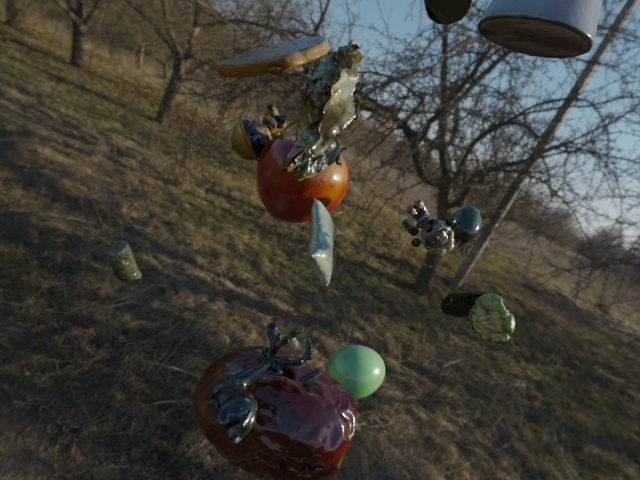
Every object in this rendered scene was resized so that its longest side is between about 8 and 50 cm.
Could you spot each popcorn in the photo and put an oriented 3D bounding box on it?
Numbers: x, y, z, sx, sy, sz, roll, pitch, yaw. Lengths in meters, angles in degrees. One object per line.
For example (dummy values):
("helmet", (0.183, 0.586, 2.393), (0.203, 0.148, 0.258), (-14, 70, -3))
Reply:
("popcorn", (0.396, 0.181, 0.957), (0.089, 0.097, 0.109), (19, 56, -74))

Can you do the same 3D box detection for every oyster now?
("oyster", (0.016, -0.296, 0.978), (0.133, 0.336, 0.198), (21, 4, 26))

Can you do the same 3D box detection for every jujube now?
("jujube", (-0.111, 0.399, 0.955), (0.377, 0.276, 0.276), (17, 14, 7))

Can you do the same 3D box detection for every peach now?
("peach", (-0.085, -0.244, 1.667), (0.389, 0.388, 0.388), (25, 15, -7))

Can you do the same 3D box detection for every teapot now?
("teapot", (-0.214, 0.392, 1.767), (0.064, 0.083, 0.049), (18, 43, 14))

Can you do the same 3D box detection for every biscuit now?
("biscuit", (-0.138, -0.561, 1.260), (0.352, 0.057, 0.312), (1, 34, 23))

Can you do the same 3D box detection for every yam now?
("yam", (-0.873, 0.096, 1.817), (0.107, 0.183, 0.107), (-2, 32, 1))

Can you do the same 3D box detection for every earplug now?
("earplug", (0.372, -0.455, 0.608), (0.173, 0.300, 0.172), (15, 13, -4))

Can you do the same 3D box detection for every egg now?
("egg", (0.149, 0.556, 1.741), (0.270, 0.220, 0.220), (9, 22, -30))

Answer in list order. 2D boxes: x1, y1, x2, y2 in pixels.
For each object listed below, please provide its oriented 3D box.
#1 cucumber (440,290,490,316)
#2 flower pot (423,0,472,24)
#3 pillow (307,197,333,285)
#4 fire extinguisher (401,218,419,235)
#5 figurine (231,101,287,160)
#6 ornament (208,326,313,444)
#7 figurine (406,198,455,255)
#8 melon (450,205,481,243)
("cucumber", (0.417, 0.176, 1.126), (0.075, 0.074, 0.241), (25, -13, -7))
("flower pot", (0.405, -0.825, 1.329), (0.213, 0.202, 0.212), (8, -24, 4))
("pillow", (0.000, 0.000, 1.293), (0.078, 0.144, 0.253), (-7, 49, 12))
("fire extinguisher", (0.414, -0.068, 1.905), (0.064, 0.043, 0.158), (-9, 21, -1))
("figurine", (-0.260, -0.451, 1.731), (0.167, 0.257, 0.192), (24, -28, 48))
("ornament", (-0.104, 0.263, 0.803), (0.080, 0.236, 0.202), (61, -20, -11))
("figurine", (0.329, -0.034, 1.218), (0.197, 0.147, 0.093), (42, 24, -35))
("melon", (0.558, -0.058, 1.580), (0.114, 0.167, 0.114), (22, -23, 10))
